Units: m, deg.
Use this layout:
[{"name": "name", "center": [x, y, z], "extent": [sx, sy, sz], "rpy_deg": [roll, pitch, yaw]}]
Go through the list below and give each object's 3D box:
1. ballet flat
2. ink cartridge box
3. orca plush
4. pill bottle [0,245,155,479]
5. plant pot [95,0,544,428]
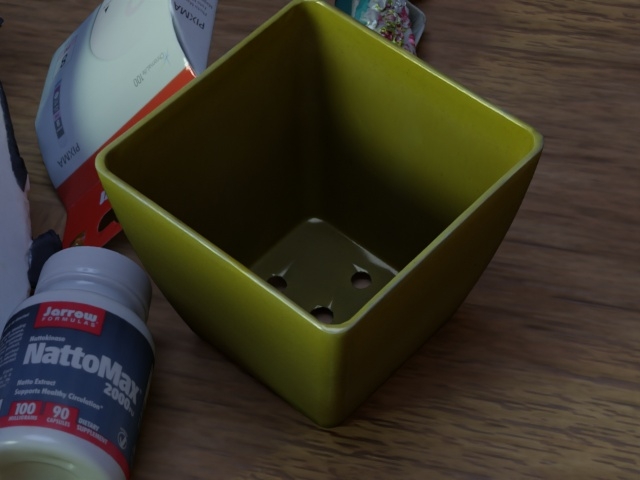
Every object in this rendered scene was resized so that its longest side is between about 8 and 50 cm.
[{"name": "ballet flat", "center": [0.052, -0.208, 1.462], "extent": [0.077, 0.091, 0.241], "rpy_deg": [20, 50, -16]}, {"name": "ink cartridge box", "center": [-0.155, -0.106, 1.319], "extent": [0.066, 0.189, 0.232], "rpy_deg": [33, 41, -23]}, {"name": "orca plush", "center": [-0.288, -0.026, 1.284], "extent": [0.151, 0.102, 0.287], "rpy_deg": [-8, 80, -46]}, {"name": "pill bottle", "center": [-0.170, 0.096, 1.175], "extent": [0.108, 0.108, 0.180], "rpy_deg": [1, 48, 8]}, {"name": "plant pot", "center": [0.000, 0.000, 1.182], "extent": [0.212, 0.187, 0.212], "rpy_deg": [34, 59, 25]}]
